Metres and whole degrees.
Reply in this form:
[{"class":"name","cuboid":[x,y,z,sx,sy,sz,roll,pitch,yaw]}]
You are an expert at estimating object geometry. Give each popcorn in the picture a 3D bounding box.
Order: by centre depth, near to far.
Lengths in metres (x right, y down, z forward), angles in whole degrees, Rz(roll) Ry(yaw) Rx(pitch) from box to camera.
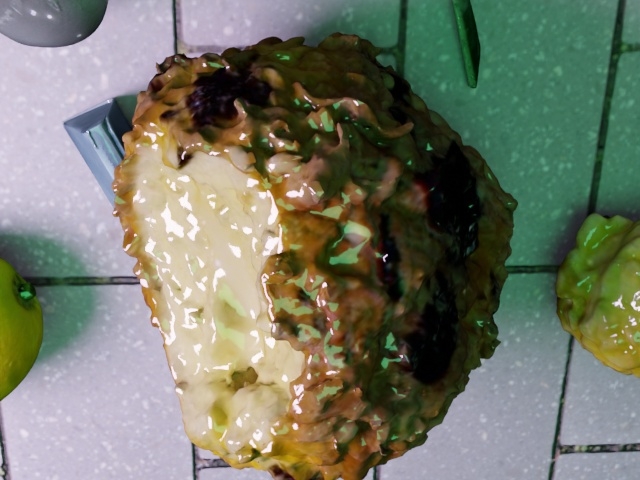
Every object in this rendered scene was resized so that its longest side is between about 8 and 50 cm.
[{"class":"popcorn","cuboid":[0.337,0.055,0.992,0.179,0.170,0.180,-8,132,-9]}]

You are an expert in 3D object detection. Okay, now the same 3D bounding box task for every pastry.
[{"class":"pastry","cuboid":[0.013,0.006,0.848,0.337,0.292,0.405,-19,94,-42]}]

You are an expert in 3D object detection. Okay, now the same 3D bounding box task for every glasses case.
[{"class":"glasses case","cuboid":[-0.161,-0.014,0.950,0.056,0.105,0.266,-35,115,-18]}]

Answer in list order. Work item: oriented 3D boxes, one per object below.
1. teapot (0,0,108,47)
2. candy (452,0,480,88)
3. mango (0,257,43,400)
[{"class":"teapot","cuboid":[-0.216,-0.294,0.779,0.183,0.183,0.251,38,94,-19]},{"class":"candy","cuboid":[0.115,-0.284,0.862,0.097,0.097,0.324,-18,123,3]},{"class":"mango","cuboid":[-0.453,0.101,0.933,0.342,0.156,0.193,-3,106,0]}]
